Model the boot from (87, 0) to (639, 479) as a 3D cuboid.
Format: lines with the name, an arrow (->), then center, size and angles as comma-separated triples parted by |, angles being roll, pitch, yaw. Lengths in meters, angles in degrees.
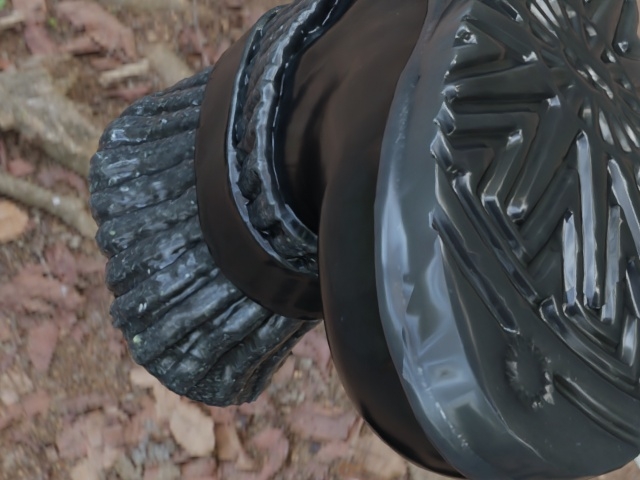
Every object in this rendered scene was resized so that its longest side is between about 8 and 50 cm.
boot -> 0.003, 0.002, 0.590 | 0.131, 0.260, 0.348 | 42, 32, -21

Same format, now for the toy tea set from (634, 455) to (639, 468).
toy tea set -> 0.369, 0.130, 1.176 | 0.336, 0.124, 0.200 | 28, 52, 7
